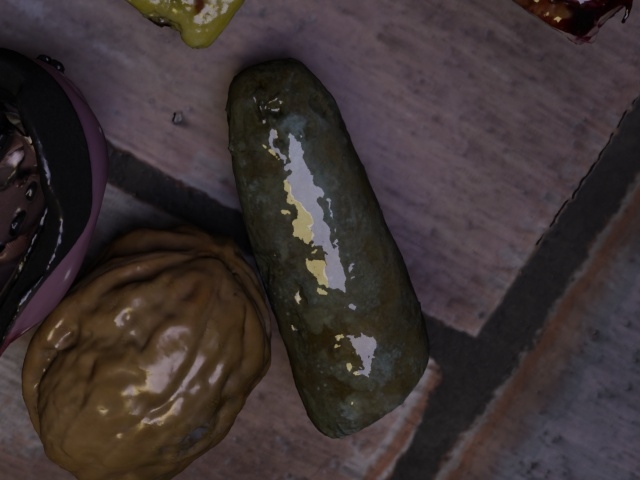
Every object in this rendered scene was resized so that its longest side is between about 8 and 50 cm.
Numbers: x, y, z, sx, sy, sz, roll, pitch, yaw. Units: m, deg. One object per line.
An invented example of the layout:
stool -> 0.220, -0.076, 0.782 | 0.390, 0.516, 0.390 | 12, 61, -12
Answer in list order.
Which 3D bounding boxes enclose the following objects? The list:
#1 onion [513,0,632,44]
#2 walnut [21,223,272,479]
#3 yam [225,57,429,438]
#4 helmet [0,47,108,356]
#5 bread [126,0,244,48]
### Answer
onion -> 0.190, -0.282, 1.286 | 0.206, 0.216, 0.207 | 38, 95, -2
walnut -> -0.146, 0.101, 1.366 | 0.198, 0.198, 0.245 | 36, 109, -24
yam -> 0.000, 0.000, 1.399 | 0.133, 0.133, 0.330 | -21, 109, -4
helmet -> -0.257, -0.033, 1.303 | 0.154, 0.198, 0.253 | -28, 137, -52
bread -> -0.190, -0.296, 1.253 | 0.361, 0.077, 0.138 | 34, 102, -23
